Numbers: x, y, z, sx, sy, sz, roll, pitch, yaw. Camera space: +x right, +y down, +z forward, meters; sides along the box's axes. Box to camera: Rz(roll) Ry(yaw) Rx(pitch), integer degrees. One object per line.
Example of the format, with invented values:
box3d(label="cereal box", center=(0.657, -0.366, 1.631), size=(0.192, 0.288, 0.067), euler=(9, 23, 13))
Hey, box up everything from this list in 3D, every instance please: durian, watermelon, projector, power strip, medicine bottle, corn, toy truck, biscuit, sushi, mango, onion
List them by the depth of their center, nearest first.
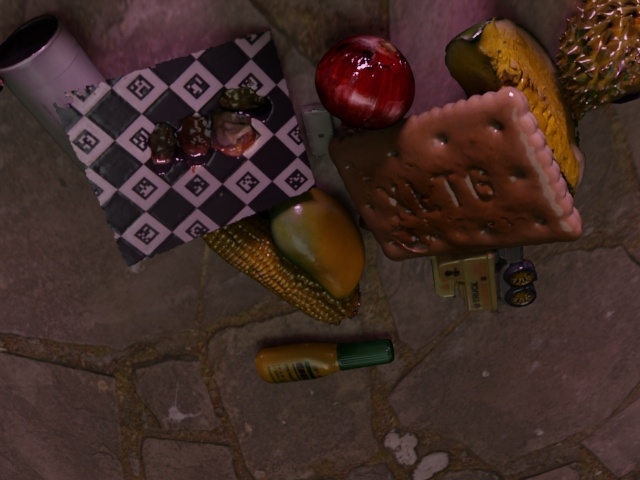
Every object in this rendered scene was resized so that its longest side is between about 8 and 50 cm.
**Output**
box3d(label="durian", center=(0.354, -0.228, 0.931), size=(0.119, 0.108, 0.187), euler=(42, 110, -18))
box3d(label="onion", center=(0.055, -0.193, 0.988), size=(0.131, 0.131, 0.131), euler=(1, 138, 1))
box3d(label="watermelon", center=(0.249, -0.174, 1.002), size=(0.123, 0.129, 0.301), euler=(-27, 128, 24))
box3d(label="biscuit", center=(0.161, -0.069, 1.034), size=(0.325, 0.044, 0.217), euler=(-8, 121, 47))
box3d(label="sushi", center=(-0.174, -0.130, 1.067), size=(0.290, 0.050, 0.264), euler=(-22, 124, -7))
box3d(label="projector", center=(-0.298, -0.141, 1.084), size=(0.108, 0.108, 0.337), euler=(-15, 135, 19))
box3d(label="power strip", center=(-0.001, -0.155, 1.119), size=(0.040, 0.016, 0.090), euler=(-5, 137, 9))
box3d(label="toy truck", center=(0.236, -0.003, 1.195), size=(0.157, 0.124, 0.272), euler=(-10, 137, 6))
box3d(label="mango", center=(0.000, -0.004, 1.214), size=(0.086, 0.122, 0.191), euler=(-4, 140, 49))
box3d(label="corn", center=(-0.058, 0.036, 1.275), size=(0.305, 0.106, 0.106), euler=(36, 129, -27))
box3d(label="medicine bottle", center=(0.009, 0.224, 1.508), size=(0.261, 0.064, 0.095), euler=(-10, 137, 12))

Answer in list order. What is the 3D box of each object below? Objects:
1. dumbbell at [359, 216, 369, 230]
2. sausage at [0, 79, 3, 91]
box3d(label="dumbbell", center=(0.117, -0.018, 1.241), size=(0.118, 0.052, 0.046), euler=(26, 94, -23))
box3d(label="sausage", center=(-0.439, -0.198, 1.015), size=(0.198, 0.025, 0.028), euler=(11, 123, 53))
